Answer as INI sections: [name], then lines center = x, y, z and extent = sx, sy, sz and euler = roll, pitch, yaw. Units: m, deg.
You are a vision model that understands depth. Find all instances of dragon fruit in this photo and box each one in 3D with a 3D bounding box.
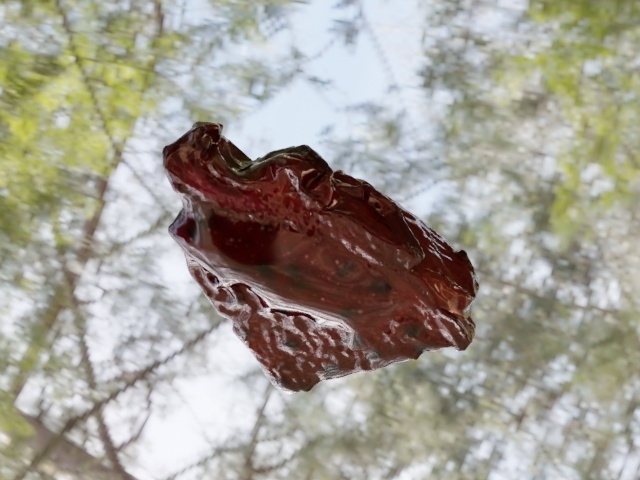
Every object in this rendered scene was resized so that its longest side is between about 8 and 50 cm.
[dragon fruit]
center = 0.002, 0.001, 0.595
extent = 0.097, 0.063, 0.131
euler = -38, -68, -7
